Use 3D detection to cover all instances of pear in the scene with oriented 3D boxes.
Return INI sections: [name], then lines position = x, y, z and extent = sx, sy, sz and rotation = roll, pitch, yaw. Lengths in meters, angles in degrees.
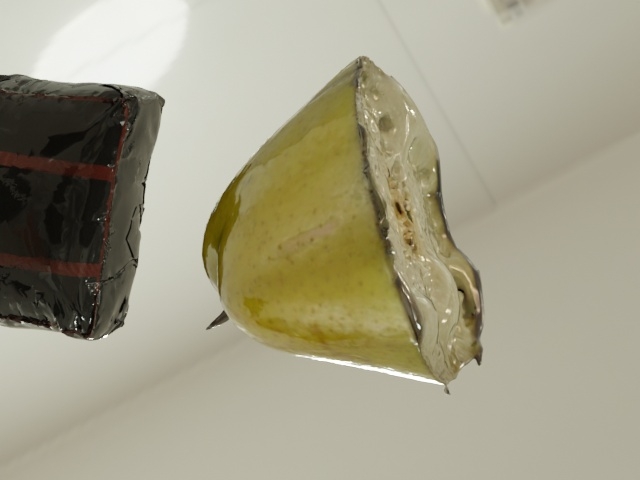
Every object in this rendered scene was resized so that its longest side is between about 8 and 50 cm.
[pear]
position = -0.001, -0.001, 1.279
extent = 0.178, 0.267, 0.267
rotation = -12, -129, 15

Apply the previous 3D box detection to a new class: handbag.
[handbag]
position = -0.233, -0.032, 1.483
extent = 0.169, 0.155, 0.215
rotation = 10, -85, 12
